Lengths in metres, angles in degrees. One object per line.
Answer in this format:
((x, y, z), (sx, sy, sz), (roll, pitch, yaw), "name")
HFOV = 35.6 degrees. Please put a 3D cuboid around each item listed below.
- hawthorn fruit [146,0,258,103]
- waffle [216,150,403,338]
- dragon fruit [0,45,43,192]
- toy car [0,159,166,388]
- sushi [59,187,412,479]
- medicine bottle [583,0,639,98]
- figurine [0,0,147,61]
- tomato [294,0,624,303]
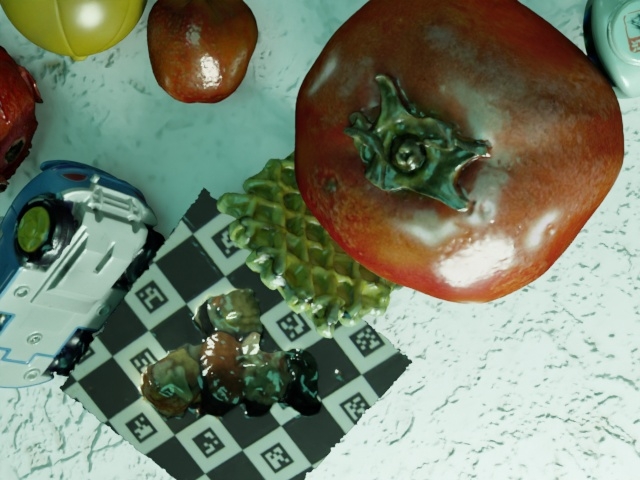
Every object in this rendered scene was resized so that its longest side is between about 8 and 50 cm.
((-0.138, -0.224, 1.166), (0.133, 0.133, 0.137), (10, 114, 10), "hawthorn fruit")
((-0.002, 0.002, 1.148), (0.223, 0.204, 0.054), (49, 137, 6), "waffle")
((-0.465, -0.161, 1.190), (0.252, 0.241, 0.241), (25, 103, -21), "dragon fruit")
((-0.341, 0.042, 1.222), (0.314, 0.198, 0.166), (-51, 53, 16), "toy car")
((-0.103, 0.152, 1.240), (0.320, 0.069, 0.339), (38, 109, -1), "sushi")
((0.320, -0.209, 1.026), (0.083, 0.229, 0.121), (-16, 94, 14), "medicine bottle")
((-0.282, -0.340, 1.163), (0.192, 0.167, 0.256), (-2, 75, 24), "figurine")
((0.140, -0.109, 1.039), (0.325, 0.290, 0.293), (35, 112, 18), "tomato")
